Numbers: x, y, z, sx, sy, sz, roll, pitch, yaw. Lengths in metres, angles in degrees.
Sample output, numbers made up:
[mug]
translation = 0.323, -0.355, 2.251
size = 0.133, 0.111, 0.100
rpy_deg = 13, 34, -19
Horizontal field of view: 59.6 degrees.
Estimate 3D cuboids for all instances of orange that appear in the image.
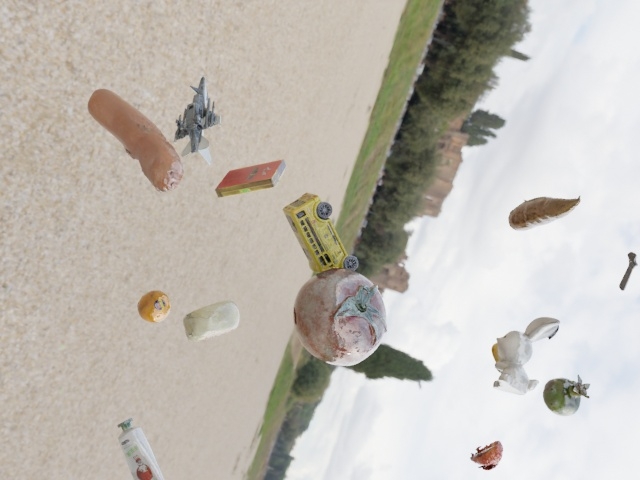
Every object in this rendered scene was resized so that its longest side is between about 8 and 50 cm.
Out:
[orange]
translation = -0.413, 0.164, 1.389
size = 0.083, 0.083, 0.083
rpy_deg = 20, 90, -88

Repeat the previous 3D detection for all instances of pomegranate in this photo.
[pomegranate]
translation = 0.907, 0.568, 2.076
size = 0.148, 0.148, 0.169
rpy_deg = -68, 179, -55

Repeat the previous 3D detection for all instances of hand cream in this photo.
[hand cream]
translation = -0.585, 0.756, 1.853
size = 0.121, 0.336, 0.076
rpy_deg = -30, 169, 17

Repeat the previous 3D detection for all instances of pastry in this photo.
[pastry]
translation = -0.475, 0.355, 2.437
size = 0.265, 0.265, 0.133
rpy_deg = 98, -27, -81

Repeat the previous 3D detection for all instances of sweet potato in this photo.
[sweet potato]
translation = 0.480, -0.066, 1.240
size = 0.314, 0.066, 0.072
rpy_deg = 118, -48, -79

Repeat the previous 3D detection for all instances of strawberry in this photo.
[strawberry]
translation = 0.674, 0.869, 2.246
size = 0.121, 0.082, 0.188
rpy_deg = -28, 161, -19

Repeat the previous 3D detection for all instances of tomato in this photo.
[tomato]
translation = 0.064, 0.245, 1.815
size = 0.282, 0.316, 0.317
rpy_deg = -35, -156, 41

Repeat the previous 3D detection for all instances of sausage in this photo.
[sausage]
translation = -0.355, -0.198, 1.095
size = 0.087, 0.326, 0.079
rpy_deg = -18, 140, -41

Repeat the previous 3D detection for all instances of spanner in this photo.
[spanner]
translation = 1.066, 0.109, 1.939
size = 0.208, 0.012, 0.046
rpy_deg = 74, -6, -49

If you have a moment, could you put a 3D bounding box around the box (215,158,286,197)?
[box]
translation = -0.143, -0.128, 1.151
size = 0.090, 0.133, 0.023
rpy_deg = -68, 144, -52

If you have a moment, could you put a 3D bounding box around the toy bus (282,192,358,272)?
[toy bus]
translation = 0.000, 0.000, 1.992
size = 0.151, 0.331, 0.145
rpy_deg = -31, -161, -15

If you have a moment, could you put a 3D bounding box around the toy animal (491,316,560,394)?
[toy animal]
translation = 0.440, 0.244, 1.222
size = 0.131, 0.127, 0.182
rpy_deg = 63, 44, -62

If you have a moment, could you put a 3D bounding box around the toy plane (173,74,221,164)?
[toy plane]
translation = -0.300, -0.302, 1.347
size = 0.082, 0.160, 0.234
rpy_deg = 8, 73, -55
